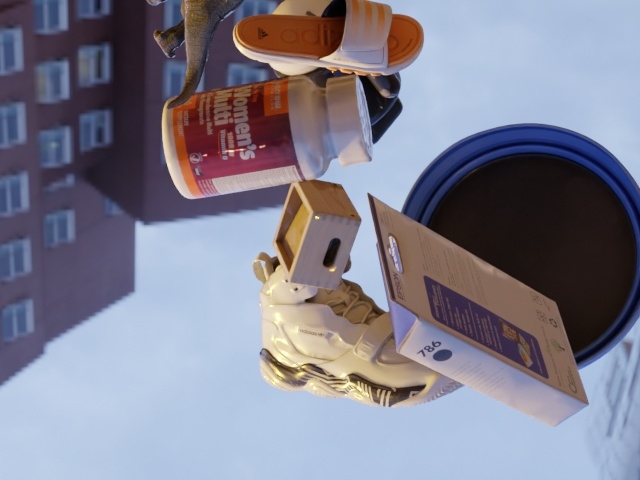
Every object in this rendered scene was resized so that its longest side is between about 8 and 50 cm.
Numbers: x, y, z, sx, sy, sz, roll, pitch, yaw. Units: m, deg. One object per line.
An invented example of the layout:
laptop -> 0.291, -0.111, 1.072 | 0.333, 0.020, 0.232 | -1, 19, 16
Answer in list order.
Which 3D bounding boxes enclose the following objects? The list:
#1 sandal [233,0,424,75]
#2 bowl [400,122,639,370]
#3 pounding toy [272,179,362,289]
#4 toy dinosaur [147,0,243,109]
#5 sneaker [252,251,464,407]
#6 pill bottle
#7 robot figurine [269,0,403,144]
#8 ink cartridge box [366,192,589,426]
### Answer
sandal -> 0.017, -0.284, 1.722 | 0.265, 0.076, 0.102 | -1, -119, -11
bowl -> 0.304, 0.020, 1.909 | 0.391, 0.391, 0.077 | 19, 176, 21
pounding toy -> 0.000, 0.000, 1.734 | 0.100, 0.141, 0.130 | 10, -155, -20
toy dinosaur -> -0.115, -0.284, 1.317 | 0.121, 0.160, 0.313 | 38, -124, -21
sneaker -> 0.050, 0.113, 1.820 | 0.366, 0.210, 0.137 | 1, -159, 36
pill bottle -> -0.058, -0.121, 1.442 | 0.221, 0.121, 0.121 | -9, -149, 9
robot figurine -> 0.025, -0.284, 2.074 | 0.209, 0.278, 0.173 | -19, -139, 24
ink cartridge box -> 0.163, 0.084, 1.449 | 0.333, 0.065, 0.165 | 30, -145, -33
